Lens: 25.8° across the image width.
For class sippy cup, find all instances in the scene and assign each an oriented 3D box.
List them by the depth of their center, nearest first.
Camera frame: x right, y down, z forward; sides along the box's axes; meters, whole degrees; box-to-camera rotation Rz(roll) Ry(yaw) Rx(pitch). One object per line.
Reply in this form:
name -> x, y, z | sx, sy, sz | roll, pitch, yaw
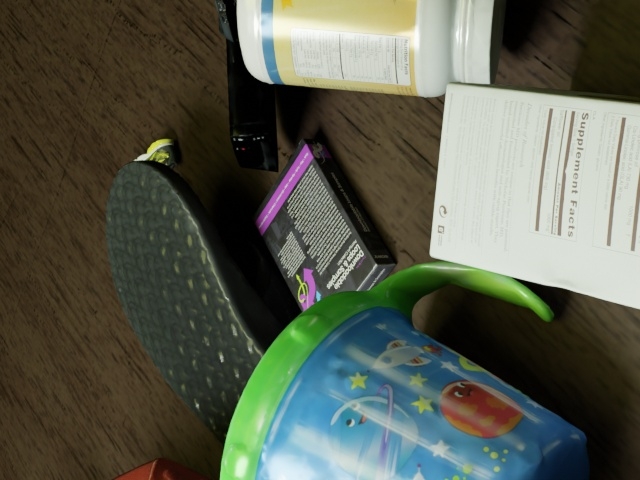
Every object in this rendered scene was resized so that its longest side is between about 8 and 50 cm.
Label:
sippy cup -> 0.078, 0.183, 1.090 | 0.224, 0.240, 0.305 | 22, 114, 33

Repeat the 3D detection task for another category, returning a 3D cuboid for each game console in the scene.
game console -> -0.069, -0.205, 1.223 | 0.361, 0.044, 0.213 | 79, -173, -75

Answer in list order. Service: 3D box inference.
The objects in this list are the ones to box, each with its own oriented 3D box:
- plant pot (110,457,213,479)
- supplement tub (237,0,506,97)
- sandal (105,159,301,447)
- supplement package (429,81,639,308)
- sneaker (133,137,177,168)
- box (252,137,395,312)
plant pot -> -0.133, 0.356, 1.237 | 0.236, 0.267, 0.267 | -52, 16, 32
supplement tub -> 0.045, -0.191, 1.121 | 0.199, 0.144, 0.144 | 6, 97, 11
sandal -> -0.071, 0.107, 1.379 | 0.446, 0.107, 0.167 | 54, 129, 19
supplement package -> 0.214, -0.034, 0.980 | 0.244, 0.139, 0.134 | 14, 102, 49
sneaker -> -0.187, -0.080, 1.557 | 0.083, 0.031, 0.035 | -45, 58, 42
box -> 0.000, 0.000, 1.331 | 0.116, 0.029, 0.162 | -55, 50, 37
